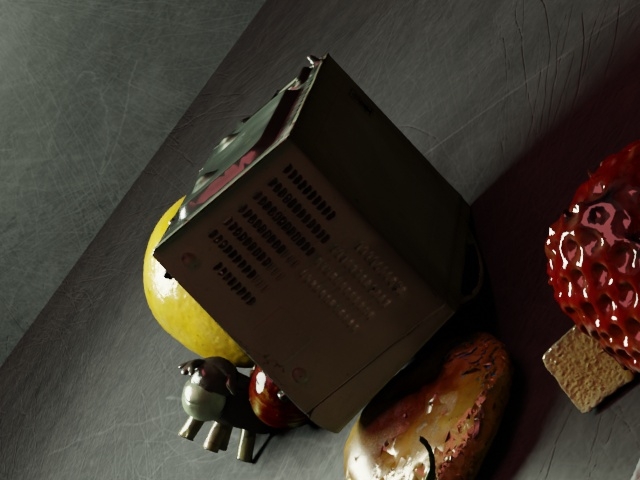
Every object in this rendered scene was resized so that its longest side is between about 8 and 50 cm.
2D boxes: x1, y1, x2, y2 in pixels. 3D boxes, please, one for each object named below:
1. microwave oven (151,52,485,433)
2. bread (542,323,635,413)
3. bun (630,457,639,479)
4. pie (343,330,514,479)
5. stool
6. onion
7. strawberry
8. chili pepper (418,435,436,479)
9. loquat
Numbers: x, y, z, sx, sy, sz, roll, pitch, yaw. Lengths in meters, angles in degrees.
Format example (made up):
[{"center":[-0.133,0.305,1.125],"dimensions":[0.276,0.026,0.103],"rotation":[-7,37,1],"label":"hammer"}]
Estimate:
[{"center":[0.000,0.000,2.027],"dimensions":[0.247,0.333,0.394],"rotation":[-42,9,18],"label":"microwave oven"},{"center":[0.283,0.117,1.703],"dimensions":[0.084,0.080,0.109],"rotation":[-44,-13,28],"label":"bread"},{"center":[0.360,0.188,1.148],"dimensions":[0.354,0.194,0.354],"rotation":[-49,18,22],"label":"bun"},{"center":[0.122,0.202,1.866],"dimensions":[0.273,0.069,0.273],"rotation":[-41,26,25],"label":"pie"},{"center":[-0.133,0.224,2.273],"dimensions":[0.121,0.125,0.217],"rotation":[-67,-21,-5],"label":"stool"},{"center":[-0.043,0.188,2.195],"dimensions":[0.118,0.119,0.117],"rotation":[15,89,69],"label":"onion"},{"center":[0.306,0.019,1.508],"dimensions":[0.253,0.150,0.280],"rotation":[-12,50,37],"label":"strawberry"},{"center":[0.065,0.324,1.776],"dimensions":[0.279,0.065,0.122],"rotation":[-47,54,40],"label":"chili pepper"},{"center":[-0.099,0.043,2.343],"dimensions":[0.275,0.275,0.275],"rotation":[-46,22,24],"label":"loquat"}]
